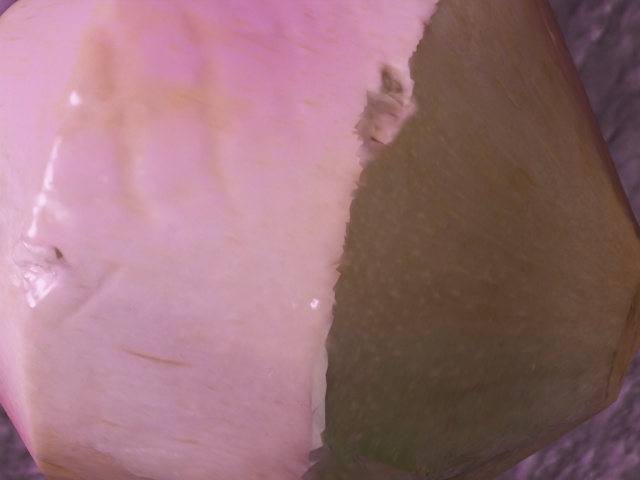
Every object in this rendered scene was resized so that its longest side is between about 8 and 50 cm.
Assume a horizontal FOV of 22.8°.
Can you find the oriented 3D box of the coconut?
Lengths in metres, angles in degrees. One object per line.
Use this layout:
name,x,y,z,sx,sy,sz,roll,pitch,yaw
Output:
coconut,0.000,0.000,0.587,0.259,0.259,0.259,-9,132,-10
